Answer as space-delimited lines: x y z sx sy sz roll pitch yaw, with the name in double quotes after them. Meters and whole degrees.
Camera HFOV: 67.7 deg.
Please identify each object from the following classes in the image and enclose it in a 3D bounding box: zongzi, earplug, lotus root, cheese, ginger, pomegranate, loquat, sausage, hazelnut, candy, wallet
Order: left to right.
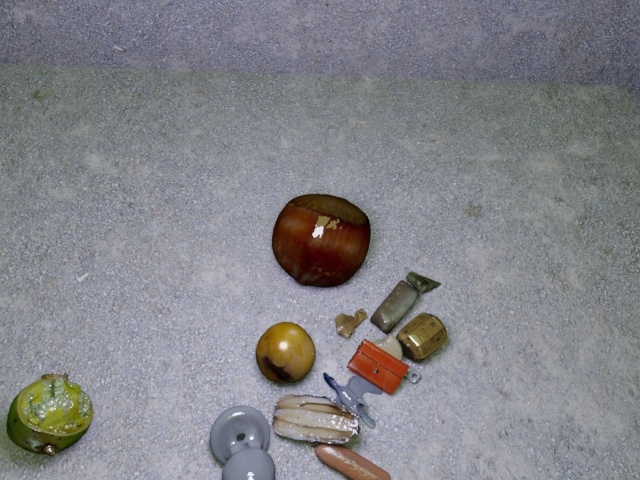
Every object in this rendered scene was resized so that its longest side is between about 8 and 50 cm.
-0.934 0.584 1.657 0.260 0.260 0.341 -18 31 -14 "pomegranate"
-0.261 0.738 1.641 0.214 0.175 0.325 -13 61 -14 "earplug"
-0.131 0.426 1.811 0.235 0.235 0.235 2 59 -3 "loquat"
-0.011 0.652 1.736 0.329 0.078 0.167 5 67 20 "lotus root"
0.000 0.000 2.013 0.421 0.353 0.421 1 85 -10 "hazelnut"
0.118 0.332 1.980 0.096 0.067 0.165 38 51 17 "ginger"
0.115 0.797 1.688 0.289 0.086 0.086 26 61 12 "sausage"
0.219 0.486 1.831 0.204 0.045 0.142 32 105 2 "wallet"
0.267 0.483 1.885 0.163 0.071 0.249 -34 91 8 "cheese"
0.312 0.280 2.002 0.104 0.102 0.234 37 62 16 "candy"
0.445 0.166 2.123 0.130 0.062 0.154 -15 43 -36 "zongzi"

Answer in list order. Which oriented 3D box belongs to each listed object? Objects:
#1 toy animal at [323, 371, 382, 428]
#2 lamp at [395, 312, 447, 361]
0.115 0.603 1.812 0.239 0.176 0.255 -37 103 -20 "toy animal"
0.406 0.389 1.917 0.185 0.161 0.161 -32 66 -20 "lamp"
